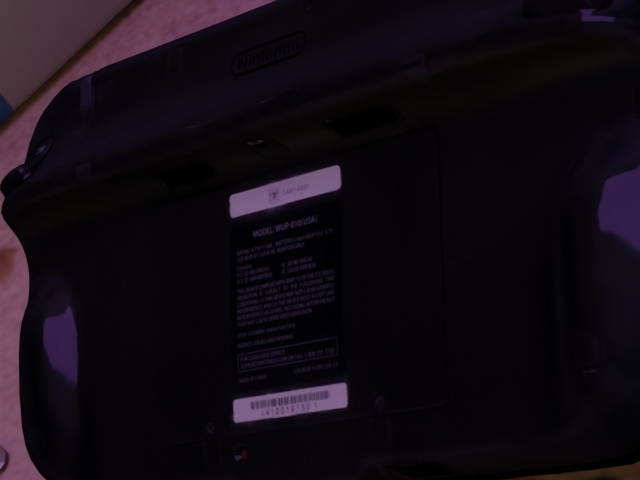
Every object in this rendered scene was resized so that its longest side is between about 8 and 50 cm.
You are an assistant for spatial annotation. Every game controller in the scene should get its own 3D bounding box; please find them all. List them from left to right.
[{"bbox_3d":[0.000,0.000,0.625,0.319,0.067,0.166,-13,82,46],"label":"game controller"}]

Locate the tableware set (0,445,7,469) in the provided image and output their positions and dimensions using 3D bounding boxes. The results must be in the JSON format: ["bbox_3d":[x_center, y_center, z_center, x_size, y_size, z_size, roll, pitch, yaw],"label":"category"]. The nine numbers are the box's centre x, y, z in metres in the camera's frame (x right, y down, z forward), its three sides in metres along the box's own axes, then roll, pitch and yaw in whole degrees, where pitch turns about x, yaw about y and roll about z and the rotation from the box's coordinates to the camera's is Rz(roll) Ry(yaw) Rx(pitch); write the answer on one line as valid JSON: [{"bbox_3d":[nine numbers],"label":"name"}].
[{"bbox_3d":[-0.140,0.126,0.706,0.154,0.024,0.104,32,74,39],"label":"tableware set"}]

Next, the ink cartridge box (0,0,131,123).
[{"bbox_3d":[-0.177,-0.206,0.860,0.270,0.197,0.198,-44,48,-9],"label":"ink cartridge box"}]
